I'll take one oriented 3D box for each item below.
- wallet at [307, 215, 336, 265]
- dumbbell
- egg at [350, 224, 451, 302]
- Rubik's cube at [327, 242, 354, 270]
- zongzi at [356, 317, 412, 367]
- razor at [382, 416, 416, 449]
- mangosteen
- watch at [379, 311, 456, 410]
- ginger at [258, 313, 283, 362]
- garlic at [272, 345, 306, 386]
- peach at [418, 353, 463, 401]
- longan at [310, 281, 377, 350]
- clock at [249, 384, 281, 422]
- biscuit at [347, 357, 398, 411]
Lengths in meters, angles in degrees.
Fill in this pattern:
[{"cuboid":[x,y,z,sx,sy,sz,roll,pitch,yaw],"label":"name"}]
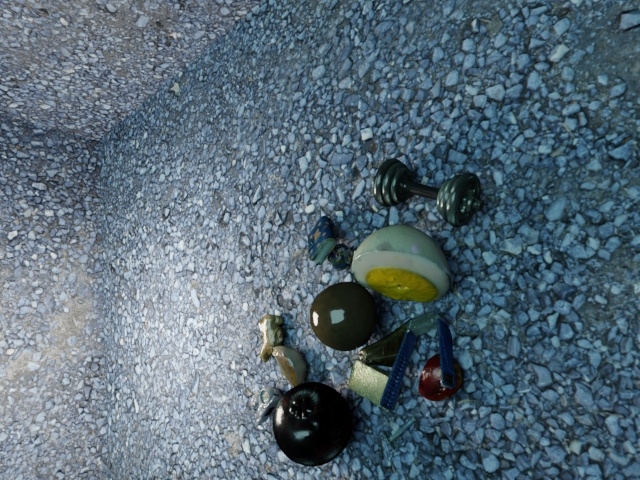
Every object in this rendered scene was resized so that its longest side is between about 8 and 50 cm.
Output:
[{"cuboid":[-0.001,0.000,1.714,0.141,0.059,0.202,-57,20,21],"label":"wallet"},{"cuboid":[0.348,-0.165,1.443,0.406,0.179,0.179,22,98,38],"label":"dumbbell"},{"cuboid":[0.273,0.054,1.428,0.336,0.337,0.201,-10,49,38],"label":"egg"},{"cuboid":[0.079,0.064,1.685,0.111,0.111,0.093,2,113,39],"label":"Rubik's cube"},{"cuboid":[0.223,0.344,1.483,0.084,0.187,0.184,21,96,61],"label":"zongzi"},{"cuboid":[0.281,0.654,1.492,0.135,0.040,0.068,-48,59,16],"label":"razor"},{"cuboid":[-0.021,0.681,1.589,0.300,0.300,0.301,-6,81,38],"label":"mangosteen"},{"cuboid":[0.311,0.385,1.402,0.276,0.068,0.275,-37,31,39],"label":"watch"},{"cuboid":[-0.217,0.432,1.893,0.137,0.074,0.214,-5,77,43],"label":"ginger"},{"cuboid":[-0.122,0.505,1.787,0.101,0.087,0.196,-46,73,19],"label":"garlic"},{"cuboid":[0.378,0.451,1.398,0.172,0.092,0.127,-50,60,20],"label":"peach"},{"cuboid":[0.088,0.274,1.555,0.257,0.258,0.259,-6,81,38],"label":"longan"},{"cuboid":[-0.244,0.691,1.878,0.117,0.079,0.176,46,114,34],"label":"clock"},{"cuboid":[0.194,0.521,1.571,0.199,0.040,0.122,20,100,40],"label":"biscuit"}]
